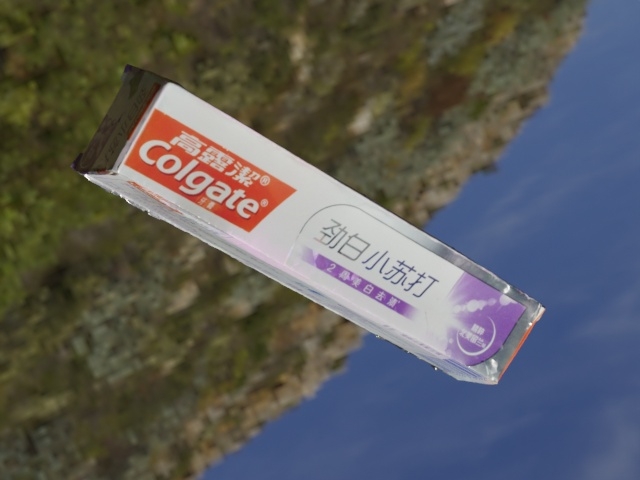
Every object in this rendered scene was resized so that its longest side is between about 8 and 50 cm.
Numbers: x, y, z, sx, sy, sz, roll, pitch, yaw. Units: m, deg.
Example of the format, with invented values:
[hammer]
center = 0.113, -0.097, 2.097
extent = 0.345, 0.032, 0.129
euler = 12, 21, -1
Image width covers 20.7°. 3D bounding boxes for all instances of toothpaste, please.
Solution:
[toothpaste]
center = 0.000, 0.000, 0.667
extent = 0.047, 0.196, 0.040
euler = -60, -148, -1
